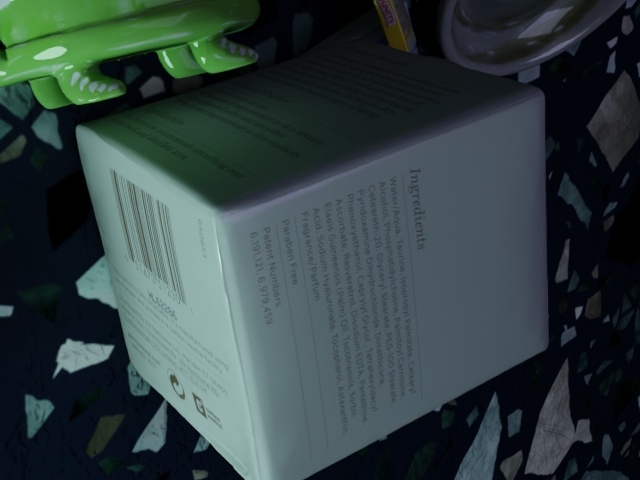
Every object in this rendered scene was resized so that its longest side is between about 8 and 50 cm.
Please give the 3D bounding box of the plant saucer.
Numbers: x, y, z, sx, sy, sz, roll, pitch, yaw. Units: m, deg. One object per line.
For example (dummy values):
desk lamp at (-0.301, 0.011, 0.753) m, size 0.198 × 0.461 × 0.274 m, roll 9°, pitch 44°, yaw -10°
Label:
plant saucer at (0.316, -0.405, 1.397) m, size 0.401 × 0.100 × 0.400 m, roll -24°, pitch 153°, yaw -13°

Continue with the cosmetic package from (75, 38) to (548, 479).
cosmetic package at (0.000, 0.000, 1.107) m, size 0.394 × 0.329 × 0.327 m, roll -22°, pitch 120°, yaw -26°

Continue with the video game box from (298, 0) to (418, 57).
video game box at (0.055, -0.192, 1.329) m, size 0.205 × 0.048 × 0.187 m, roll -38°, pitch 130°, yaw -28°

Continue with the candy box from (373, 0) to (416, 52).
candy box at (0.072, -0.330, 1.229) m, size 0.105 × 0.027 × 0.205 m, roll -68°, pitch 139°, yaw -69°

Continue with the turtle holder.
turtle holder at (-0.226, -0.245, 0.929) m, size 0.321 × 0.243 × 0.227 m, roll -12°, pitch 102°, yaw 1°
